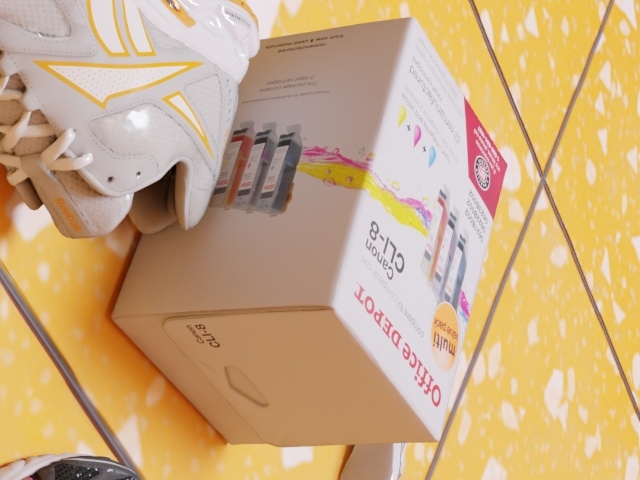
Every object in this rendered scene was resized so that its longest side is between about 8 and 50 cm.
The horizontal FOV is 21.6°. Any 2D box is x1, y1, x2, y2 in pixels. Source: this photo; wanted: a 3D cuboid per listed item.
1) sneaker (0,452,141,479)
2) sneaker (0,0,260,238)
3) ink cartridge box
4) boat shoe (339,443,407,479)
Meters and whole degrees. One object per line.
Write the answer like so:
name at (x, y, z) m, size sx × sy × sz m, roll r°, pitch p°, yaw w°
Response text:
sneaker at (-0.116, 0.137, 0.676) m, size 0.178 × 0.077 × 0.072 m, roll -27°, pitch 110°, yaw -58°
sneaker at (-0.112, -0.066, 0.701) m, size 0.262 × 0.099 × 0.121 m, roll 17°, pitch 76°, yaw -57°
ink cartridge box at (0.000, 0.000, 0.845) m, size 0.128 × 0.127 × 0.176 m, roll 52°, pitch 45°, yaw -44°
boat shoe at (0.037, 0.127, 0.983) m, size 0.035 × 0.035 × 0.100 m, roll 49°, pitch 39°, yaw -41°
